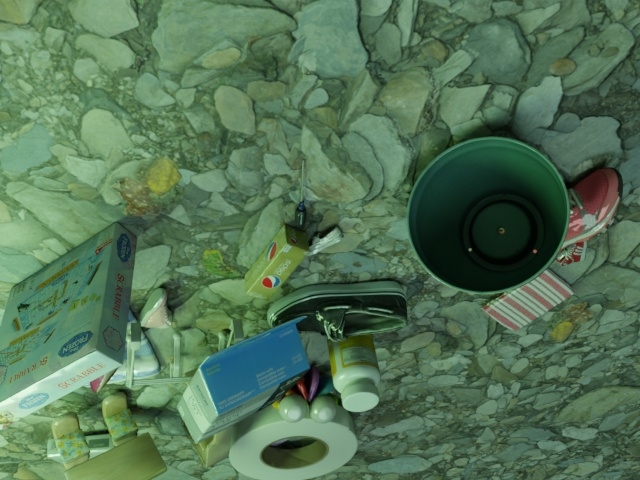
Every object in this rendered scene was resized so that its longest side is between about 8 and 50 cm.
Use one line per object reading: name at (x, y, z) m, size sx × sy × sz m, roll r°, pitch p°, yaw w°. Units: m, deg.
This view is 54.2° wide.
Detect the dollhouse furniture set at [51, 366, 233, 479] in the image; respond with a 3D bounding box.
dollhouse furniture set at (-0.434, 0.526, 1.587) m, size 0.394 × 0.362 × 0.256 m, roll -20°, pitch 144°, yaw -30°

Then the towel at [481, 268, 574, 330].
towel at (0.524, 0.148, 1.585) m, size 0.197 × 0.029 × 0.144 m, roll -40°, pitch 128°, yaw 24°

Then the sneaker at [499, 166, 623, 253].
sneaker at (0.491, -0.041, 1.325) m, size 0.136 × 0.115 × 0.314 m, roll 23°, pitch 127°, yaw -27°

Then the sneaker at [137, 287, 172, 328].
sneaker at (-0.361, 0.158, 1.430) m, size 0.070 × 0.050 × 0.134 m, roll 19°, pitch 132°, yaw -28°

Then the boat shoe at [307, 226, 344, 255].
boat shoe at (0.000, 0.000, 1.347) m, size 0.100 × 0.035 × 0.035 m, roll -26°, pitch 106°, yaw 21°

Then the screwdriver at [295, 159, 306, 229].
screwdriver at (-0.035, -0.089, 1.256) m, size 0.025 × 0.024 × 0.169 m, roll 21°, pitch 133°, yaw 11°

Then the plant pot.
plant pot at (0.338, -0.031, 1.221) m, size 0.293 × 0.292 × 0.196 m, roll -29°, pitch 158°, yaw 19°

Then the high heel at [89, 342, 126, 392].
high heel at (-0.535, 0.271, 1.469) m, size 0.117 × 0.082 × 0.244 m, roll 33°, pitch 138°, yaw 0°

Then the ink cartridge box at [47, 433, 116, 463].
ink cartridge box at (-0.682, 0.630, 1.866) m, size 0.189 × 0.066 × 0.232 m, roll -4°, pitch 156°, yaw -5°

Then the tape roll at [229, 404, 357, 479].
tape roll at (-0.080, 0.607, 1.878) m, size 0.393 × 0.072 × 0.391 m, roll -4°, pitch 135°, yaw -4°

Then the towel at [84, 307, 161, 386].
towel at (-0.524, 0.260, 1.517) m, size 0.210 × 0.034 × 0.284 m, roll -9°, pitch 135°, yaw -1°

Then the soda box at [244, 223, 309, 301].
soda box at (-0.097, 0.051, 1.357) m, size 0.058 × 0.061 × 0.181 m, roll 21°, pitch 128°, yaw -28°

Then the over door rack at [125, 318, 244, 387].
over door rack at (-0.324, 0.247, 1.453) m, size 0.240 × 0.108 × 0.324 m, roll 0°, pitch 151°, yaw -20°

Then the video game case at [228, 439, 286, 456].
video game case at (-0.205, 0.592, 1.911) m, size 0.274 × 0.026 × 0.196 m, roll -36°, pitch 130°, yaw 23°

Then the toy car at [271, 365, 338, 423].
toy car at (-0.039, 0.405, 1.685) m, size 0.182 × 0.159 × 0.136 m, roll 6°, pitch 96°, yaw -12°

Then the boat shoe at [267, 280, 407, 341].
boat shoe at (0.041, 0.174, 1.462) m, size 0.336 × 0.119 × 0.121 m, roll -11°, pitch 136°, yaw 3°

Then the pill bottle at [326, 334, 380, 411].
pill bottle at (0.083, 0.306, 1.538) m, size 0.118 × 0.208 × 0.117 m, roll -5°, pitch 135°, yaw -5°

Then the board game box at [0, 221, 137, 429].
board game box at (-0.505, 0.159, 1.217) m, size 0.319 × 0.317 × 0.066 m, roll -28°, pitch 133°, yaw 19°

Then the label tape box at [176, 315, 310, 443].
label tape box at (-0.166, 0.319, 1.427) m, size 0.249 × 0.115 × 0.347 m, roll -20°, pitch 161°, yaw -33°

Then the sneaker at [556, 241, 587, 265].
sneaker at (0.577, 0.018, 1.449) m, size 0.067 × 0.042 × 0.118 m, roll -19°, pitch 137°, yaw 5°
